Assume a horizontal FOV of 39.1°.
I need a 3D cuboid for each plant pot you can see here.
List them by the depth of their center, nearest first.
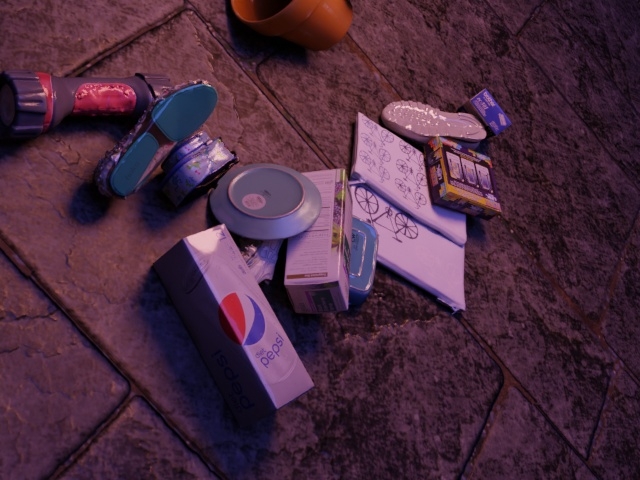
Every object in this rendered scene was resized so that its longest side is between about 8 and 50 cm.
[{"bbox_3d":[-0.040,-0.470,1.766,0.188,0.205,0.205,29,46,-49],"label":"plant pot"}]

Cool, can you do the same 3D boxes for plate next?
[{"bbox_3d":[-0.090,-0.073,1.494,0.188,0.024,0.188,4,45,-4],"label":"plate"}]

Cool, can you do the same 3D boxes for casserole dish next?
[{"bbox_3d":[0.053,0.027,1.611,0.114,0.037,0.189,24,56,-22],"label":"casserole dish"}]

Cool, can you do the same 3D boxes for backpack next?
[{"bbox_3d":[-0.204,-0.112,1.431,0.084,0.105,0.114,46,45,-1],"label":"backpack"}]

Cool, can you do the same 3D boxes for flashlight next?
[{"bbox_3d":[-0.346,-0.206,1.363,0.304,0.103,0.103,-9,94,-47],"label":"flashlight"}]

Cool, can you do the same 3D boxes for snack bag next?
[{"bbox_3d":[0.178,-0.058,1.803,0.323,0.037,0.343,31,47,-26],"label":"snack bag"}]

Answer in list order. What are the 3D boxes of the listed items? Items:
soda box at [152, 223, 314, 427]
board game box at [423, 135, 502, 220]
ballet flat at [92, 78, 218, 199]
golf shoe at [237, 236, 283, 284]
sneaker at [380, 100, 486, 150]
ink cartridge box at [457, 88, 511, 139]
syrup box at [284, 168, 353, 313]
[{"bbox_3d":[-0.131,0.126,1.348,0.091,0.098,0.286,-23,82,-48],"label":"soda box"},{"bbox_3d":[0.301,-0.130,1.905,0.170,0.048,0.141,17,56,-37],"label":"board game box"},{"bbox_3d":[-0.258,-0.162,1.367,0.241,0.077,0.091,-47,128,-20],"label":"ballet flat"},{"bbox_3d":[-0.100,0.029,1.482,0.176,0.069,0.086,-45,125,-50],"label":"golf shoe"},{"bbox_3d":[0.234,-0.230,1.938,0.235,0.095,0.090,13,59,-14],"label":"sneaker"},{"bbox_3d":[0.367,-0.280,2.028,0.097,0.046,0.207,53,3,-2],"label":"ink cartridge box"},{"bbox_3d":[0.000,0.000,1.528,0.093,0.096,0.237,71,18,-52],"label":"syrup box"}]
